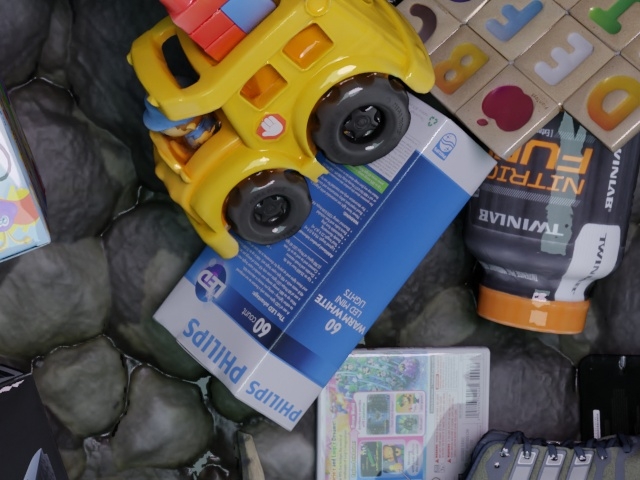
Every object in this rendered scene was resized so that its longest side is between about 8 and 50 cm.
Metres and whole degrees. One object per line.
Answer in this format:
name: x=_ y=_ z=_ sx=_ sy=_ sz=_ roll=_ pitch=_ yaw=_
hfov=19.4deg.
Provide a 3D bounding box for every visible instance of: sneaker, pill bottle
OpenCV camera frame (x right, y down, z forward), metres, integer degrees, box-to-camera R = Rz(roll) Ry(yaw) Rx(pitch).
sneaker: x=0.186 y=0.194 z=1.492 sx=0.300 sy=0.111 sz=0.121 roll=-29 pitch=88 yaw=0
pill bottle: x=0.184 y=-0.052 z=1.470 sx=0.130 sy=0.130 sz=0.245 roll=7 pitch=97 yaw=-10

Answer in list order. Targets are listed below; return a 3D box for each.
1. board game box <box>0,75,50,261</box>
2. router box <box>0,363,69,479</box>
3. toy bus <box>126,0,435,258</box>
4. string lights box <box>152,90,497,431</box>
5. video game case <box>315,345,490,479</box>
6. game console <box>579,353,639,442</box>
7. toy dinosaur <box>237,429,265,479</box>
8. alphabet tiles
board game box: x=-0.282 y=-0.057 z=1.319 sx=0.144 sy=0.275 sz=0.142 roll=-21 pitch=101 yaw=-6
router box: x=-0.292 y=0.282 z=1.431 sx=0.243 sy=0.081 sz=0.308 roll=-21 pitch=101 yaw=-24
toy bus: x=-0.062 y=-0.124 z=1.361 sx=0.220 sy=0.149 sz=0.211 roll=-42 pitch=134 yaw=13
string lights box: x=0.000 y=0.000 z=1.438 sx=0.259 sy=0.133 sz=0.077 roll=-52 pitch=133 yaw=1
video game case: x=0.067 y=0.165 z=1.538 sx=0.143 sy=0.019 sz=0.157 roll=-1 pitch=99 yaw=-9
game console: x=0.279 y=0.150 z=1.574 sx=0.107 sy=0.071 sz=0.122 roll=-1 pitch=99 yaw=21
toy dinosaur: x=-0.052 y=0.300 z=1.519 sx=0.118 sy=0.064 sz=0.268 roll=18 pitch=92 yaw=-4
alphabet tiles: x=0.209 y=-0.223 z=1.406 sx=0.342 sy=0.285 sz=0.011 roll=-42 pitch=145 yaw=-1
